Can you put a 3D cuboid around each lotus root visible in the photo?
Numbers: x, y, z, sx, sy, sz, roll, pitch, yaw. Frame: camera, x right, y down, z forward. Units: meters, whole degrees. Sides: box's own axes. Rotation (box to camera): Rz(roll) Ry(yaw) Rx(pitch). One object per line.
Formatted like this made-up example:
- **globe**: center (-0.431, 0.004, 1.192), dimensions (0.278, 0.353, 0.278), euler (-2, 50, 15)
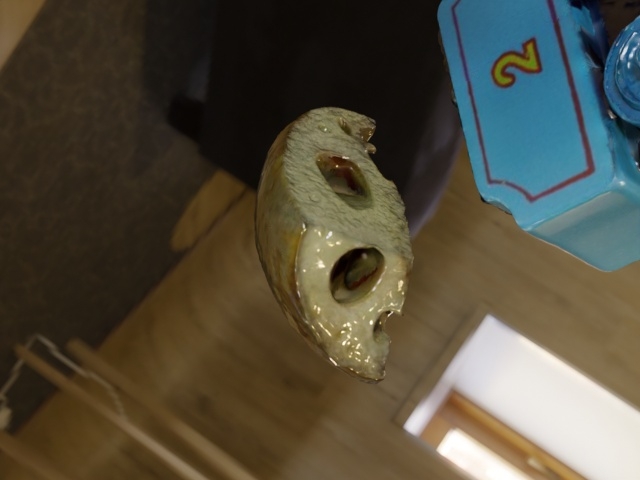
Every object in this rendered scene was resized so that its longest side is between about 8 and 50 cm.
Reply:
- **lotus root**: center (-0.004, -0.003, 1.278), dimensions (0.314, 0.141, 0.210), euler (-110, -145, -66)

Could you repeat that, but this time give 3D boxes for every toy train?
- **toy train**: center (0.242, -0.151, 1.096), dimensions (0.265, 0.300, 0.188), euler (-29, 146, 33)
